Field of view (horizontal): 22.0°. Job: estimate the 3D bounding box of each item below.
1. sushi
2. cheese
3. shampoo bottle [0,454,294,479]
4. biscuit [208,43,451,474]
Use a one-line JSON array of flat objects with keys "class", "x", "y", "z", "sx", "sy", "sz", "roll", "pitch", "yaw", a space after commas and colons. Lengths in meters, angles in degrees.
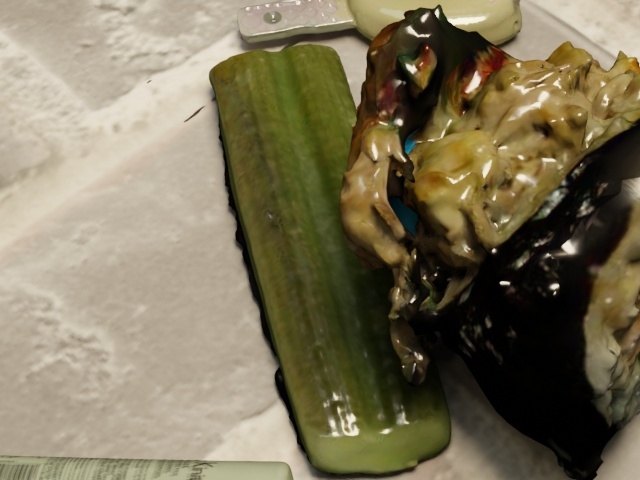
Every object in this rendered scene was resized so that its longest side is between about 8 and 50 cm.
[{"class": "sushi", "x": 0.108, "y": -0.014, "z": 0.912, "sx": 0.219, "sy": 0.238, "sz": 0.225, "roll": 27, "pitch": 71, "yaw": 14}, {"class": "cheese", "x": 0.038, "y": -0.162, "z": 1.131, "sx": 0.192, "sy": 0.037, "sz": 0.097, "roll": -8, "pitch": 53, "yaw": -4}, {"class": "shampoo bottle", "x": -0.096, "y": 0.157, "z": 0.876, "sx": 0.263, "sy": 0.085, "sz": 0.085, "roll": 0, "pitch": 54, "yaw": 3}, {"class": "biscuit", "x": 0.000, "y": 0.000, "z": 1.017, "sx": 0.099, "sy": 0.038, "sz": 0.322, "roll": -10, "pitch": 54, "yaw": -7}]
